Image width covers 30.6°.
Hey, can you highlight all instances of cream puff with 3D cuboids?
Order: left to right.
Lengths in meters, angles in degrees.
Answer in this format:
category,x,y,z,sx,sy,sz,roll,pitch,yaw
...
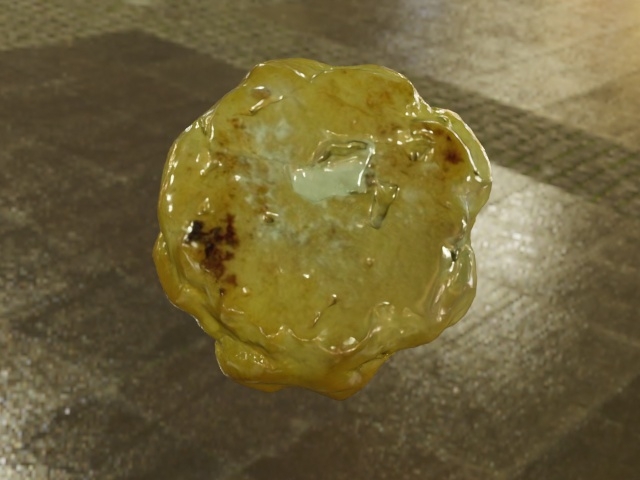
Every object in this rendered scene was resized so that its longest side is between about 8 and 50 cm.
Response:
category,x,y,z,sx,sy,sz,roll,pitch,yaw
cream puff,-0.001,0.001,1.115,0.291,0.257,0.324,11,70,1
